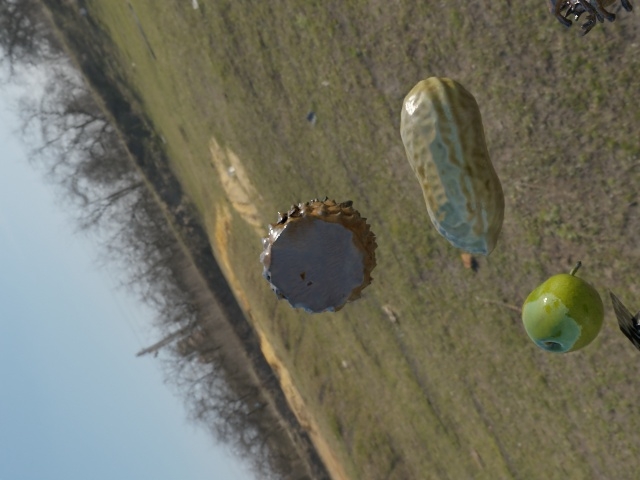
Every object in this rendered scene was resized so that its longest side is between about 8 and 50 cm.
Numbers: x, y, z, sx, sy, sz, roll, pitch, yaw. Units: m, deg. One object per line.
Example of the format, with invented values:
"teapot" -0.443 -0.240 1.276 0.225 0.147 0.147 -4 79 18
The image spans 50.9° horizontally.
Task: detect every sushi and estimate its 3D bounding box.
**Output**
"sushi" 0.509 0.155 0.990 0.192 0.040 0.210 49 -158 6

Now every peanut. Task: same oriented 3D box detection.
"peanut" 0.230 -0.121 1.163 0.153 0.140 0.325 -154 44 -73

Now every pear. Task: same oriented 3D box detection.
"pear" 0.544 0.144 1.509 0.180 0.166 0.216 100 -173 -64

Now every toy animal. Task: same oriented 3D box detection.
"toy animal" 0.710 -0.617 1.738 0.087 0.260 0.243 52 178 -10
"toy animal" 0.438 -0.434 1.050 0.224 0.066 0.230 11 156 46

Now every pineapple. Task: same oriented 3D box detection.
"pineapple" 0.000 0.002 1.359 0.357 0.223 0.222 -85 -29 -75
